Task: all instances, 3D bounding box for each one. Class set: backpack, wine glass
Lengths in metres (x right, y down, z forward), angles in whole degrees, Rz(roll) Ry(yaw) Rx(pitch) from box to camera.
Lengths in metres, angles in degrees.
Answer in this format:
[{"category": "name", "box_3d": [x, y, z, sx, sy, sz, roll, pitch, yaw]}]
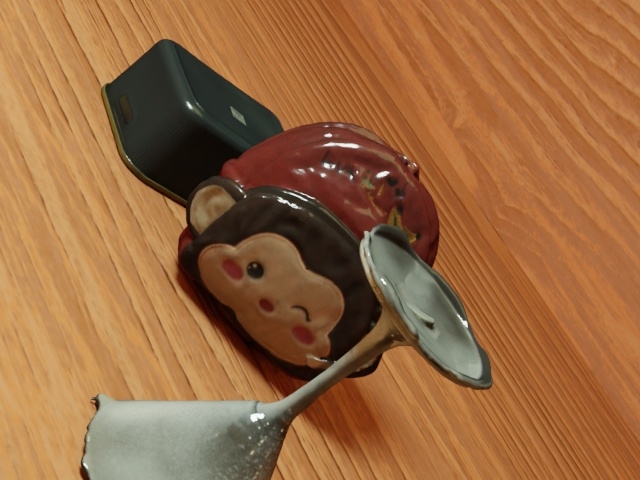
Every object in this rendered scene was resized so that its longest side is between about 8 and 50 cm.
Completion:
[{"category": "backpack", "box_3d": [0.000, 0.001, 0.958, 0.229, 0.229, 0.139, 47, 15, -12]}, {"category": "wine glass", "box_3d": [-0.018, 0.102, 0.683, 0.156, 0.232, 0.156, 44, 19, -20]}]

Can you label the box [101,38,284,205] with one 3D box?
[{"category": "box", "box_3d": [-0.112, -0.102, 1.101, 0.201, 0.090, 0.144, 32, 24, -44]}]
